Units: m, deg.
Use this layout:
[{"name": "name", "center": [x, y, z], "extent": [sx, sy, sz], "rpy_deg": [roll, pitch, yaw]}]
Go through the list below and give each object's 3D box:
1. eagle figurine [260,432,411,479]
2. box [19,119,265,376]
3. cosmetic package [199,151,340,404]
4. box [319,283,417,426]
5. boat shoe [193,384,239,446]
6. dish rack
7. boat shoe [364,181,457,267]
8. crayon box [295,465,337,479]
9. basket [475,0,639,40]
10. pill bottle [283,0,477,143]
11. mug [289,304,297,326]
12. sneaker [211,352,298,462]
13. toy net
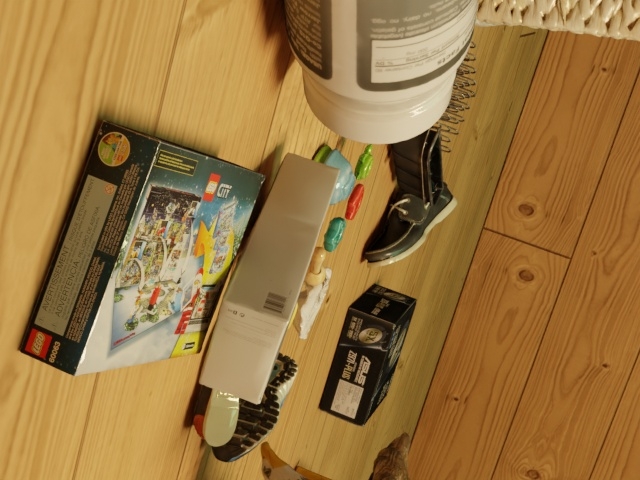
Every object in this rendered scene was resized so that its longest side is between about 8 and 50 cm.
[{"name": "eagle figurine", "center": [-0.019, 0.317, 1.154], "extent": [0.226, 0.225, 0.298], "rpy_deg": [26, 122, -38]}, {"name": "box", "center": [-0.118, 0.009, 0.807], "extent": [0.233, 0.044, 0.159], "rpy_deg": [10, 100, -76]}, {"name": "cosmetic package", "center": [-0.042, 0.026, 0.989], "extent": [0.239, 0.060, 0.099], "rpy_deg": [-71, 179, -55]}, {"name": "box", "center": [0.076, 0.178, 1.744], "extent": [0.147, 0.077, 0.180], "rpy_deg": [-34, 142, -69]}, {"name": "boat shoe", "center": [-0.094, 0.133, 1.094], "extent": [0.043, 0.049, 0.137], "rpy_deg": [30, -74, 61]}, {"name": "dish rack", "center": [0.175, -0.206, 1.585], "extent": [0.208, 0.074, 0.271], "rpy_deg": [72, 40, -70]}, {"name": "boat shoe", "center": [0.125, -0.034, 1.682], "extent": [0.233, 0.084, 0.079], "rpy_deg": [-46, 115, -45]}, {"name": "crayon box", "center": [-0.027, 0.479, 1.770], "extent": [0.318, 0.081, 0.202], "rpy_deg": [74, 38, -69]}, {"name": "basket", "center": [0.342, -0.430, 1.438], "extent": [0.328, 0.266, 0.331], "rpy_deg": [-29, 128, -69]}, {"name": "pill bottle", "center": [0.048, -0.215, 0.888], "extent": [0.283, 0.161, 0.161], "rpy_deg": [88, 26, -59]}, {"name": "mug", "center": [-0.053, 0.049, 1.092], "extent": [0.078, 0.062, 0.064], "rpy_deg": [-80, -170, -56]}, {"name": "sneaker", "center": [-0.072, 0.194, 1.225], "extent": [0.162, 0.063, 0.073], "rpy_deg": [-51, 161, -52]}, {"name": "toy net", "center": [0.000, 0.000, 1.270], "extent": [0.122, 0.045, 0.232], "rpy_deg": [-43, 152, -66]}]
